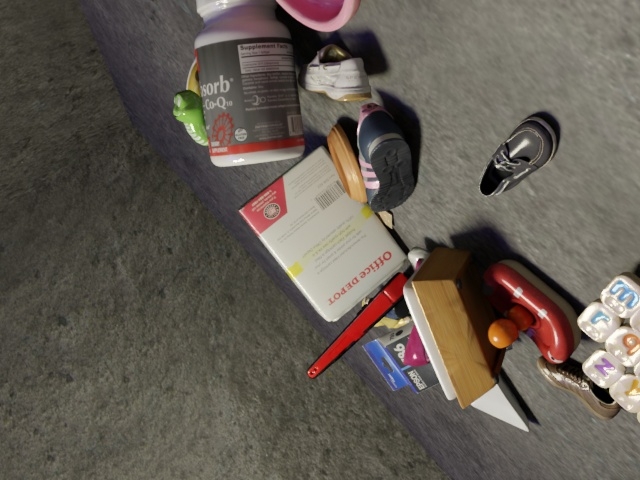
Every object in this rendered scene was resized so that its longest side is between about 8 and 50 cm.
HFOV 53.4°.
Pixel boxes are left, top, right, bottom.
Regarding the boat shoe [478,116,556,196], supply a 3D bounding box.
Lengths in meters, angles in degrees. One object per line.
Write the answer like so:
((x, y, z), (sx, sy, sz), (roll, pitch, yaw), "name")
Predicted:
((0.313, -0.126, 1.032), (0.075, 0.065, 0.206), (48, 164, 10), "boat shoe")

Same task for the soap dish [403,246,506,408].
((0.298, 0.172, 1.364), (0.118, 0.229, 0.291), (-18, 99, 28), "soap dish")

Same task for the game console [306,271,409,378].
((0.113, 0.220, 1.714), (0.060, 0.342, 0.386), (47, -176, 10), "game console")

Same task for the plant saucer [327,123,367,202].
((0.061, -0.180, 1.526), (0.200, 0.037, 0.200), (158, 90, -89), "plant saucer")

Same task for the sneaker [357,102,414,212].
((0.137, -0.176, 1.390), (0.319, 0.112, 0.131), (82, 169, -65), "sneaker")

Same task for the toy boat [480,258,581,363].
((0.400, 0.160, 1.279), (0.231, 0.151, 0.151), (44, 163, 25), "toy boat")

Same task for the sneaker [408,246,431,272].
((0.292, 0.148, 1.587), (0.297, 0.129, 0.111), (58, 171, -19), "sneaker")

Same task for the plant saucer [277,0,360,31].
((-0.032, -0.519, 1.065), (0.332, 0.084, 0.332), (46, 164, 17), "plant saucer")

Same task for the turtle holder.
((-0.237, -0.362, 1.568), (0.243, 0.320, 0.228), (36, 145, 49), "turtle holder")

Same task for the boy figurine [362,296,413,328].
((0.217, 0.228, 2.045), (0.177, 0.092, 0.285), (22, 165, 2), "boy figurine")

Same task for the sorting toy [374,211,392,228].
((0.160, -0.072, 1.672), (0.083, 0.012, 0.062), (40, 159, 33), "sorting toy")

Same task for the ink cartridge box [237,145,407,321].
((0.001, -0.016, 1.720), (0.385, 0.279, 0.160), (53, 173, -8), "ink cartridge box")

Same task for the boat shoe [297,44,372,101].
((0.028, -0.349, 1.293), (0.277, 0.098, 0.096), (-141, 44, -59), "boat shoe")

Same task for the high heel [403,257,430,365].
((0.226, 0.168, 1.490), (0.082, 0.117, 0.244), (12, -117, -59), "high heel")

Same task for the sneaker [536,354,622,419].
((0.555, 0.296, 1.355), (0.188, 0.066, 0.071), (37, 143, 25), "sneaker")

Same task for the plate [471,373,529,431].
((0.465, 0.406, 1.852), (0.278, 0.045, 0.277), (55, 165, -14), "plate")

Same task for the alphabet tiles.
((0.548, 0.183, 0.989), (0.284, 0.021, 0.278), (45, 140, 23), "alphabet tiles")

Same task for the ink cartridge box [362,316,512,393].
((0.281, 0.263, 1.560), (0.165, 0.332, 0.065), (54, -161, -16), "ink cartridge box")

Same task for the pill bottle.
((-0.156, -0.350, 1.359), (0.210, 0.210, 0.363), (-166, 67, -65), "pill bottle")
